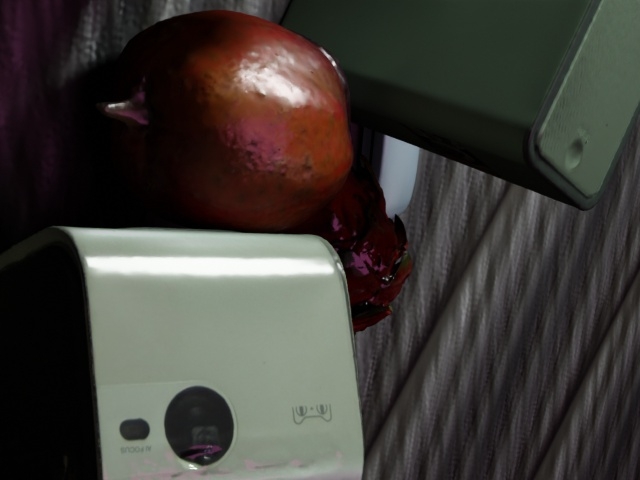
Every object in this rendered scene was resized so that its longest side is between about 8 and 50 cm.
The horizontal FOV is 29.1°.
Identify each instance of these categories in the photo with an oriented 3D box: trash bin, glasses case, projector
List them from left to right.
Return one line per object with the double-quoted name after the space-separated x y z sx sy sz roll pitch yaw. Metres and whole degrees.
-0.136 0.126 1.046 0.249 0.248 0.248 1 76 -36 "projector"
0.081 -0.108 1.400 0.067 0.045 0.178 -16 120 -43 "glasses case"
0.138 -0.190 1.196 0.158 0.343 0.222 30 84 -49 "trash bin"

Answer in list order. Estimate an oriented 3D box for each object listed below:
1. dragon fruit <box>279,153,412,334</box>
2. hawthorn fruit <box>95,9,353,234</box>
0.004 0.008 1.283 0.182 0.188 0.182 -39 166 -12 "dragon fruit"
-0.089 -0.105 1.092 0.250 0.215 0.215 9 101 -49 "hawthorn fruit"
